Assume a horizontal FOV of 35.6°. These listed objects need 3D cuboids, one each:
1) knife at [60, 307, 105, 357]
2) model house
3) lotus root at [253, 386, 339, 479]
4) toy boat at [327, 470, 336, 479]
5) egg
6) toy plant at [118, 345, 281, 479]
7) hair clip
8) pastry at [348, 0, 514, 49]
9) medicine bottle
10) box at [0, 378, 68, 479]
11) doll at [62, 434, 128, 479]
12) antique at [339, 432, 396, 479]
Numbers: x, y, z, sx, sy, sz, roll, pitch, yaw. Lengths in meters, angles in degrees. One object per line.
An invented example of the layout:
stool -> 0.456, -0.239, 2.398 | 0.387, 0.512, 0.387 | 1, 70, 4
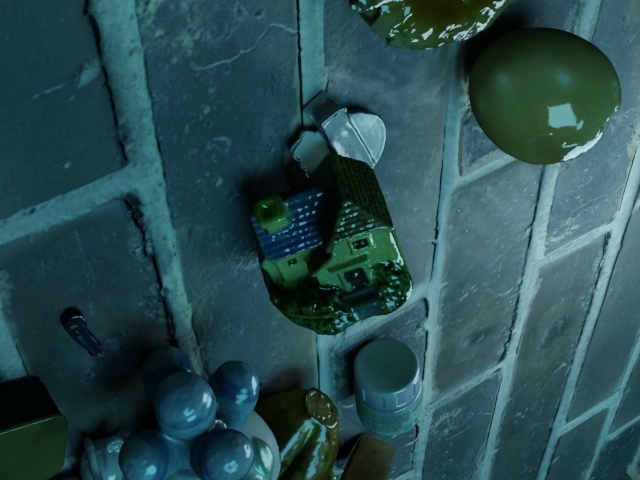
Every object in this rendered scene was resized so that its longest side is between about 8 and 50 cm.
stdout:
knife -> -0.330, 0.132, 1.395 | 0.031, 0.018, 0.121 | -32, 147, -8
model house -> 0.000, 0.000, 1.390 | 0.214, 0.195, 0.189 | -16, 140, 5
lotus root -> -0.074, 0.390, 1.793 | 0.193, 0.193, 0.291 | 16, 118, -51
toy boat -> -0.039, 0.508, 2.015 | 0.061, 0.116, 0.188 | -8, 132, -32
egg -> 0.322, -0.214, 1.460 | 0.244, 0.201, 0.201 | 19, 116, -37
toy plant -> -0.188, 0.291, 1.508 | 0.247, 0.247, 0.332 | -29, 147, -15
hair clip -> 0.034, -0.131, 1.415 | 0.140, 0.054, 0.220 | -43, 149, -3
pastry -> 0.144, -0.368, 1.166 | 0.329, 0.136, 0.330 | -26, 143, -22
medicine bottle -> 0.128, 0.280, 1.896 | 0.135, 0.135, 0.168 | -29, 144, -15
box -> -0.461, 0.280, 1.374 | 0.201, 0.090, 0.144 | -15, 139, -32
doll -> -0.401, 0.452, 1.633 | 0.188, 0.099, 0.384 | 7, 129, -38
antique -> 0.066, 0.527, 2.013 | 0.093, 0.087, 0.310 | -67, 175, 32
